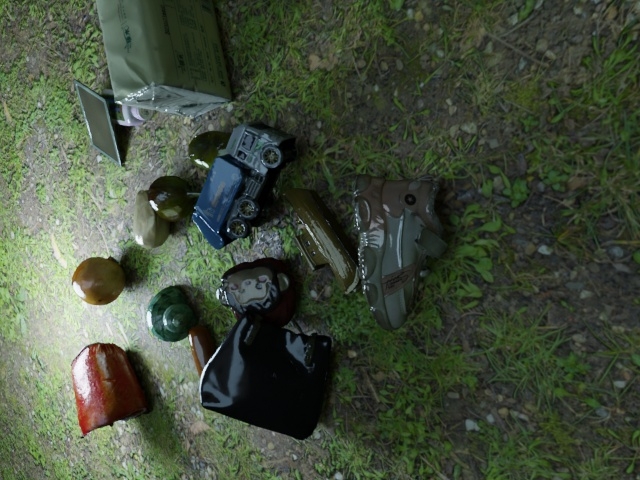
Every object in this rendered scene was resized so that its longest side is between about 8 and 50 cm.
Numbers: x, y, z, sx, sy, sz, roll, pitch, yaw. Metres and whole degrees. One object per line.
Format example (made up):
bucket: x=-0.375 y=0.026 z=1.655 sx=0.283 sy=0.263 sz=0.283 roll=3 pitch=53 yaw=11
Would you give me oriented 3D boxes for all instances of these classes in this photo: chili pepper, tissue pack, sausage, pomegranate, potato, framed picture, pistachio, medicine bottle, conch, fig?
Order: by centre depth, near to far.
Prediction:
tissue pack: x=-0.435 y=-0.560 z=1.297 sx=0.207 sy=0.297 sz=0.379 roll=-11 pitch=88 yaw=33
potato: x=-0.294 y=-0.265 z=1.362 sx=0.226 sy=0.090 sz=0.117 roll=1 pitch=91 yaw=28
fig: x=-0.418 y=-0.134 z=1.450 sx=0.246 sy=0.149 sz=0.149 roll=-1 pitch=95 yaw=24
sausage: x=-0.377 y=0.370 z=1.512 sx=0.076 sy=0.076 sz=0.197 roll=-23 pitch=82 yaw=35
pistachio: x=-0.560 y=-0.071 z=1.553 sx=0.145 sy=0.117 sz=0.200 roll=11 pitch=97 yaw=49
conch: x=-0.499 y=0.249 z=1.555 sx=0.188 sy=0.122 sz=0.175 roll=19 pitch=82 yaw=28
medicine bottle: x=-0.668 y=-0.457 z=1.602 sx=0.219 sy=0.078 sz=0.115 roll=17 pitch=112 yaw=32
framed picture: x=-0.795 y=-0.420 z=1.670 sx=0.217 sy=0.017 sz=0.274 roll=34 pitch=139 yaw=25
pomegranate: x=-0.815 y=0.149 z=1.723 sx=0.192 sy=0.191 sz=0.191 roll=5 pitch=99 yaw=34
chili pepper: x=-0.814 y=0.564 z=1.778 sx=0.251 sy=0.229 sz=0.305 roll=-41 pitch=63 yaw=34

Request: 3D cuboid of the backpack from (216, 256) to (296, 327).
backpack: x=-0.167 y=0.159 z=1.308 sx=0.230 sy=0.139 sz=0.228 roll=2 pitch=98 yaw=14

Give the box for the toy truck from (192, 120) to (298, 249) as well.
toy truck: x=-0.206 y=-0.145 z=1.257 sx=0.175 sy=0.146 sz=0.367 roll=32 pitch=112 yaw=5

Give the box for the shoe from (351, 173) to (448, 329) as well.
shoe: x=0.179 y=0.021 z=1.011 sx=0.198 sy=0.172 sz=0.350 roll=-7 pitch=100 yaw=4

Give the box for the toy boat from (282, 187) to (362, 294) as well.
toy boat: x=0.000 y=0.000 z=1.189 sx=0.121 sy=0.089 sz=0.321 roll=-39 pitch=77 yaw=24

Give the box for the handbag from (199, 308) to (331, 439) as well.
handbag: x=-0.134 y=0.349 z=1.254 sx=0.343 sy=0.152 sz=0.287 roll=21 pitch=102 yaw=-7
